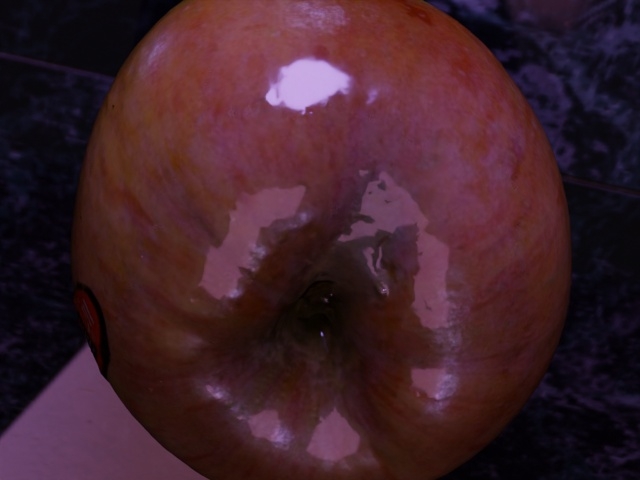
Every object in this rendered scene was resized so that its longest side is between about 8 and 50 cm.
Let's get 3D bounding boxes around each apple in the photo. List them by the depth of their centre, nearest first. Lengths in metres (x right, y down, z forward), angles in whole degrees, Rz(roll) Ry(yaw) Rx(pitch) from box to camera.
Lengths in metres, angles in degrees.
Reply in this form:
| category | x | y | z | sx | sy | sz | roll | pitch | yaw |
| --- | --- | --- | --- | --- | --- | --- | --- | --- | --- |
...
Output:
| category | x | y | z | sx | sy | sz | roll | pitch | yaw |
| --- | --- | --- | --- | --- | --- | --- | --- | --- | --- |
| apple | 0.000 | 0.000 | 0.582 | 0.261 | 0.194 | 0.261 | 0 | 121 | 0 |
